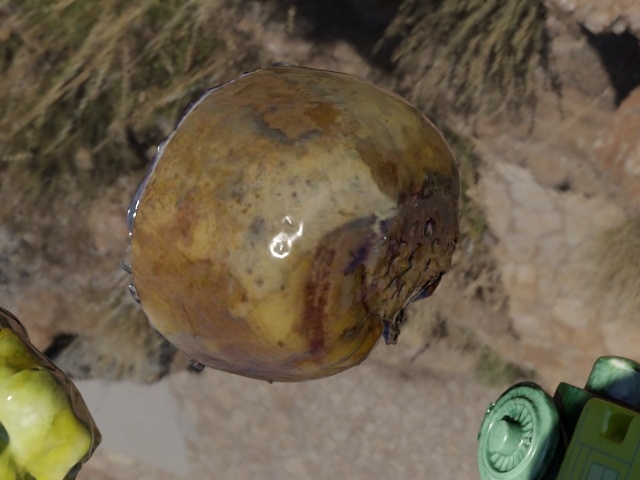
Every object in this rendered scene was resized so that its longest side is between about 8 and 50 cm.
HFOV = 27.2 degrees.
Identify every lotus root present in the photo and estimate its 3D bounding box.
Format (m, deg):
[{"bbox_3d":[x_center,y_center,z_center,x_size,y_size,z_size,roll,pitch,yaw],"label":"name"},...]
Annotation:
[{"bbox_3d":[0.000,0.000,1.069,0.192,0.272,0.272,18,137,41],"label":"lotus root"}]

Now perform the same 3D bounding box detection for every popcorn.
[{"bbox_3d":[-0.372,0.209,1.266,0.312,0.312,0.312,22,138,22],"label":"popcorn"}]

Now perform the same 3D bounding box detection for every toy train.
[{"bbox_3d":[0.219,0.316,1.101,0.179,0.442,0.272,22,176,-25],"label":"toy train"}]
